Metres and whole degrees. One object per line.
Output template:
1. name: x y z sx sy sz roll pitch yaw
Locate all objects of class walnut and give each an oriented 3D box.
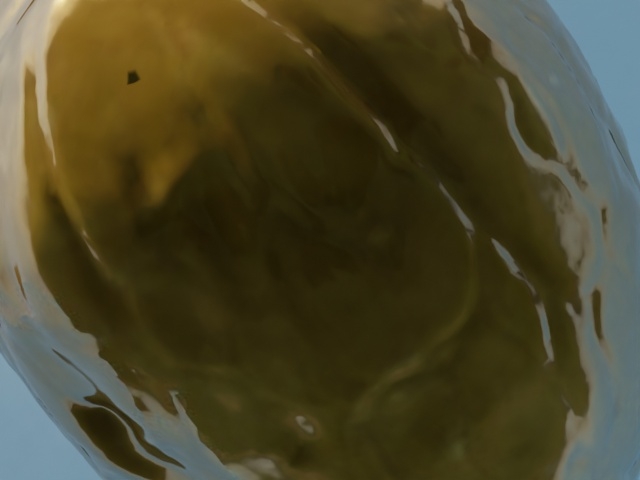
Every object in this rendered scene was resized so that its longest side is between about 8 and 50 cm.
1. walnut: 0.000 0.000 0.393 0.165 0.165 0.197 -28 -63 1
